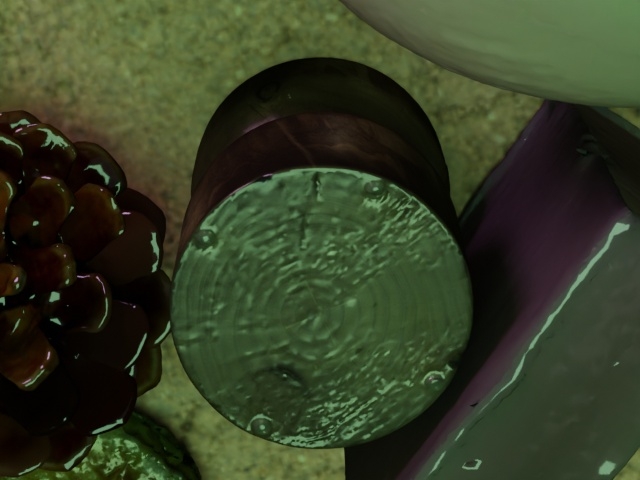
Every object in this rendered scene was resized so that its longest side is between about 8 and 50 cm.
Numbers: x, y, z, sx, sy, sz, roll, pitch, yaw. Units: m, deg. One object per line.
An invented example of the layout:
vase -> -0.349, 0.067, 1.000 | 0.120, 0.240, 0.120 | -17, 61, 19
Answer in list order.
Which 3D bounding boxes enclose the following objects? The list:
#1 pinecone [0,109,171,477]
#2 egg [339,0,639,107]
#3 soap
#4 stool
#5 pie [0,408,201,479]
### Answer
pinecone -> -0.222, 0.039, 1.268 | 0.264, 0.264, 0.264 | 0, 108, 0
egg -> 0.097, -0.260, 1.132 | 0.339, 0.354, 0.355 | 6, 109, 13
soap -> 0.125, 0.067, 1.260 | 0.107, 0.296, 0.285 | 34, 107, -10
stool -> 0.000, 0.000, 1.251 | 0.179, 0.264, 0.179 | 0, 109, 0
pie -> -0.212, 0.229, 1.433 | 0.277, 0.078, 0.277 | 1, 106, 4
